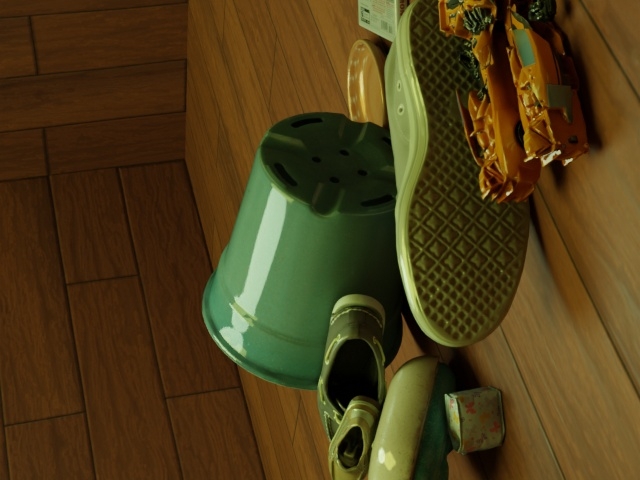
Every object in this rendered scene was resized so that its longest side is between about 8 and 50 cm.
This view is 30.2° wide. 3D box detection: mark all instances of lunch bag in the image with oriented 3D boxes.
[{"bbox_3d":[0.213,0.249,1.642,0.053,0.071,0.083,-179,81,-75],"label":"lunch bag"}]

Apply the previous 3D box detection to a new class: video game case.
[{"bbox_3d":[0.094,-0.413,1.853,0.201,0.023,0.183,-128,33,-66],"label":"video game case"}]

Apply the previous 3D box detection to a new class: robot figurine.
[{"bbox_3d":[0.210,-0.202,1.340,0.211,0.085,0.291,134,128,-59],"label":"robot figurine"}]

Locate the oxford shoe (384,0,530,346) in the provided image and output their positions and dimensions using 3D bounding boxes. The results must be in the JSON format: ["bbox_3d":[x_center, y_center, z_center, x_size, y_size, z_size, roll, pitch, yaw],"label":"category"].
[{"bbox_3d":[0.159,-0.085,1.484,0.130,0.169,0.449,131,137,-68],"label":"oxford shoe"}]

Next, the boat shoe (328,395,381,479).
[{"bbox_3d":[0.042,0.316,1.761,0.072,0.068,0.190,-65,-14,-50],"label":"boat shoe"}]

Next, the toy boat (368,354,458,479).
[{"bbox_3d":[0.155,0.327,1.777,0.267,0.148,0.318,-70,-11,-45],"label":"toy boat"}]

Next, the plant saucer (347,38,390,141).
[{"bbox_3d":[0.088,-0.232,1.950,0.200,0.037,0.199,173,90,-76],"label":"plant saucer"}]

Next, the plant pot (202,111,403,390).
[{"bbox_3d":[0.000,0.000,1.880,0.341,0.341,0.334,-112,25,-44],"label":"plant pot"}]

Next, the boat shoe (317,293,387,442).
[{"bbox_3d":[0.047,0.227,1.798,0.091,0.109,0.305,-80,-7,-56],"label":"boat shoe"}]

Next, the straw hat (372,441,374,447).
[{"bbox_3d":[0.119,0.373,2.122,0.144,0.061,0.144,173,90,-76],"label":"straw hat"}]
